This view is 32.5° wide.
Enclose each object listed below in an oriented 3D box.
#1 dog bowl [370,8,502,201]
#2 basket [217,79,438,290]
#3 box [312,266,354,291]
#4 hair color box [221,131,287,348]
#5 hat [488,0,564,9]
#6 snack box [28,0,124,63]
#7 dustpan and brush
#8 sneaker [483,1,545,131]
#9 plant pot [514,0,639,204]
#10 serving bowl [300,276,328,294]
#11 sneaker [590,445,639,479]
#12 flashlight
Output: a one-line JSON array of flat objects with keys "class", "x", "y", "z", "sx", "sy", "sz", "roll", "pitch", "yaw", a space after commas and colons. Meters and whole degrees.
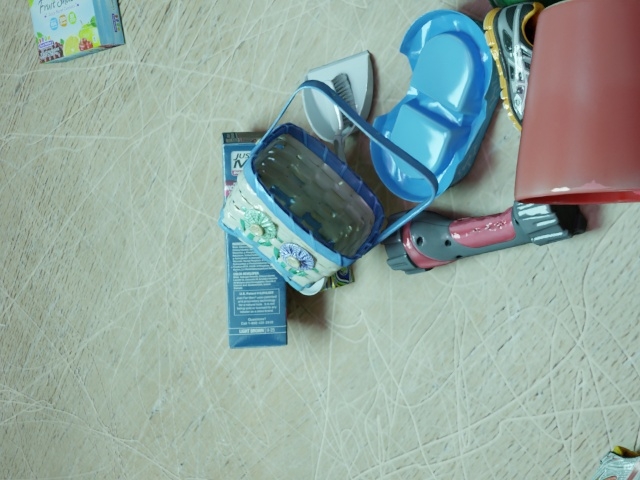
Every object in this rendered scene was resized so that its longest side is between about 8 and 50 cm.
[{"class": "dog bowl", "x": 0.182, "y": -0.202, "z": 1.653, "sx": 0.166, "sy": 0.074, "sz": 0.297, "roll": 35, "pitch": 120, "yaw": 31}, {"class": "basket", "x": 0.004, "y": -0.073, "z": 1.651, "sx": 0.255, "sy": 0.201, "sz": 0.289, "roll": 39, "pitch": 124, "yaw": -5}, {"class": "box", "x": 0.000, "y": 0.000, "z": 1.869, "sx": 0.059, "sy": 0.054, "sz": 0.168, "roll": -15, "pitch": 90, "yaw": 43}, {"class": "hair color box", "x": -0.113, "y": -0.006, "z": 1.878, "sx": 0.174, "sy": 0.105, "sz": 0.347, "roll": -117, "pitch": 25, "yaw": -76}, {"class": "hat", "x": 0.250, "y": -0.389, "z": 1.476, "sx": 0.173, "sy": 0.184, "sz": 0.208, "roll": 33, "pitch": 119, "yaw": 30}, {"class": "snack box", "x": -0.493, "y": -0.457, "z": 2.191, "sx": 0.207, "sy": 0.070, "sz": 0.174, "roll": -4, "pitch": 97, "yaw": 41}, {"class": "dustpan and brush", "x": 0.032, "y": -0.190, "z": 1.794, "sx": 0.147, "sy": 0.060, "sz": 0.211, "roll": -12, "pitch": 91, "yaw": 42}, {"class": "sneaker", "x": 0.298, "y": -0.231, "z": 1.523, "sx": 0.083, "sy": 0.084, "sz": 0.214, "roll": -18, "pitch": 95, "yaw": 49}, {"class": "plant pot", "x": 0.374, "y": -0.172, "z": 1.382, "sx": 0.275, "sy": 0.275, "sz": 0.243, "roll": -3, "pitch": 88, "yaw": 42}, {"class": "serving bowl", "x": -0.016, "y": 0.048, "z": 1.838, "sx": 0.083, "sy": 0.027, "sz": 0.083, "roll": 10, "pitch": 106, "yaw": 40}, {"class": "sneaker", "x": 0.428, "y": 0.345, "z": 1.563, "sx": 0.225, "sy": 0.088, "sz": 0.092, "roll": -35, "pitch": 56, "yaw": 40}, {"class": "flashlight", "x": 0.232, "y": -0.022, "z": 1.630, "sx": 0.304, "sy": 0.103, "sz": 0.103, "roll": -16, "pitch": 92, "yaw": 43}]
